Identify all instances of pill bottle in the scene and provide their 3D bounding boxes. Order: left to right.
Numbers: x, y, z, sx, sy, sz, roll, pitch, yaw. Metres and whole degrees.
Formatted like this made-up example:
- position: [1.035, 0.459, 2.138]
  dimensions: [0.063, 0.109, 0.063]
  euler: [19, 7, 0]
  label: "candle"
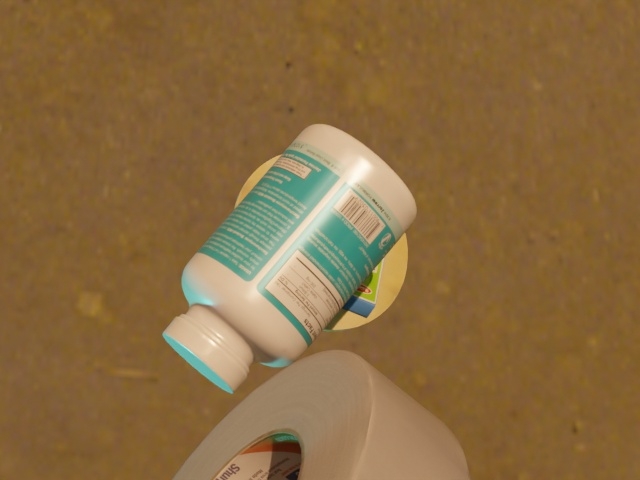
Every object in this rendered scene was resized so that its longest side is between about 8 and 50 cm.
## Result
- position: [-0.037, 0.023, 1.809]
  dimensions: [0.264, 0.146, 0.146]
  euler: [-49, 129, -12]
  label: "pill bottle"

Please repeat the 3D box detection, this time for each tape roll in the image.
- position: [-0.022, 0.166, 0.961]
  dimensions: [0.072, 0.219, 0.219]
  euler: [39, 124, -20]
  label: "tape roll"

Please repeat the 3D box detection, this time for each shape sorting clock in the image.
- position: [0.000, 0.000, 1.974]
  dimensions: [0.206, 0.206, 0.040]
  euler: [19, 149, -19]
  label: "shape sorting clock"
